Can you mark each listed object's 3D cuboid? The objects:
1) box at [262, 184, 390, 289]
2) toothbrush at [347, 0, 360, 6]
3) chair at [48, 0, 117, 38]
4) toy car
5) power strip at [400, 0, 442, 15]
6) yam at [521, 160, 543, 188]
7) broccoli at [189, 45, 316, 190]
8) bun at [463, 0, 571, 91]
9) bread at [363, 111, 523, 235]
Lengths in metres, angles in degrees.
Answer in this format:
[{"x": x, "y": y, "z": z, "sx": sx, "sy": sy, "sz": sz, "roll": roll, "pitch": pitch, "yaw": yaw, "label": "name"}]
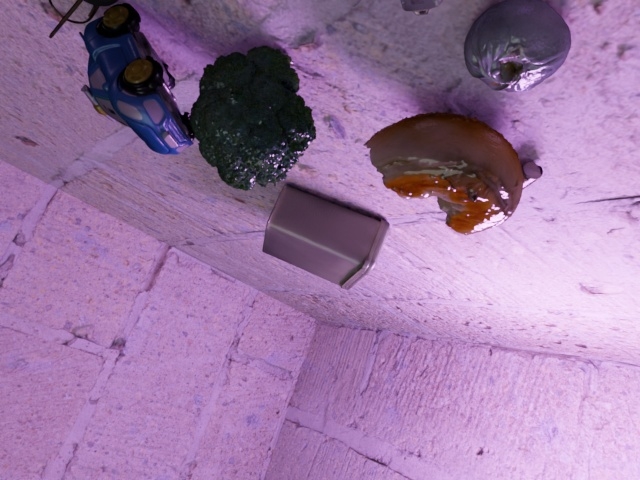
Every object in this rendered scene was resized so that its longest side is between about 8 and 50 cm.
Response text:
[{"x": 0.000, "y": 0.000, "z": 1.444, "sx": 0.344, "sy": 0.177, "sz": 0.352, "roll": 22, "pitch": 161, "yaw": -3, "label": "box"}, {"x": 0.105, "y": -0.374, "z": 0.550, "sx": 0.018, "sy": 0.024, "sz": 0.257, "roll": 47, "pitch": 154, "yaw": -14, "label": "toothbrush"}, {"x": -0.431, "y": -0.444, "z": 0.782, "sx": 0.222, "sy": 0.104, "sz": 0.095, "roll": 5, "pitch": 139, "yaw": 41, "label": "chair"}, {"x": -0.366, "y": -0.293, "z": 0.866, "sx": 0.314, "sy": 0.166, "sz": 0.198, "roll": 61, "pitch": 178, "yaw": 23, "label": "toy car"}, {"x": 0.086, "y": -0.379, "z": 0.497, "sx": 0.060, "sy": 0.027, "sz": 0.252, "roll": 14, "pitch": 153, "yaw": 39, "label": "power strip"}, {"x": 0.394, "y": -0.099, "z": 0.979, "sx": 0.046, "sy": 0.046, "sz": 0.264, "roll": 20, "pitch": 162, "yaw": -2, "label": "yam"}, {"x": -0.115, "y": -0.235, "z": 0.867, "sx": 0.270, "sy": 0.269, "sz": 0.270, "roll": 9, "pitch": -165, "yaw": 27, "label": "broccoli"}, {"x": 0.267, "y": -0.258, "z": 0.614, "sx": 0.141, "sy": 0.083, "sz": 0.141, "roll": 15, "pitch": 162, "yaw": 5, "label": "bun"}, {"x": 0.250, "y": -0.142, "z": 0.813, "sx": 0.314, "sy": 0.171, "sz": 0.192, "roll": 24, "pitch": 157, "yaw": -18, "label": "bread"}]
